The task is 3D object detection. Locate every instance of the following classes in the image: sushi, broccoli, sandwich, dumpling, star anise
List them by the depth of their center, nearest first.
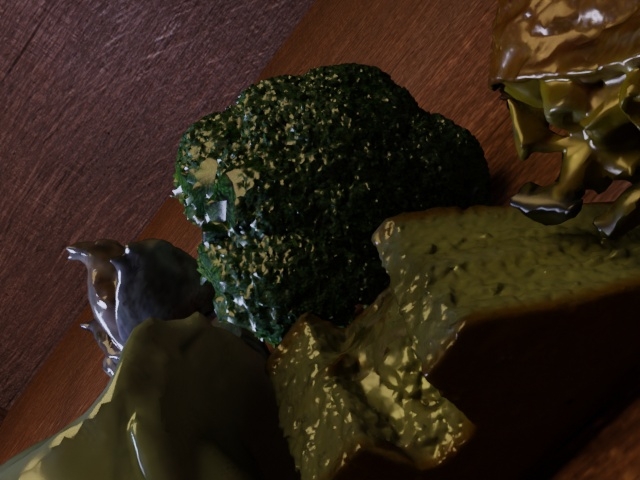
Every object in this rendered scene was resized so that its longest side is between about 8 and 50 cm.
[{"bbox_3d":[0.180,-0.100,0.420,0.296,0.166,0.179,13,109,47],"label":"sushi"},{"bbox_3d":[0.086,0.052,0.446,0.236,0.128,0.122,-50,25,18],"label":"sandwich"},{"bbox_3d":[-0.096,0.242,0.473,0.321,0.270,0.212,-47,39,8],"label":"dumpling"},{"bbox_3d":[0.000,0.000,0.666,0.269,0.254,0.269,-50,-24,-31],"label":"broccoli"},{"bbox_3d":[-0.145,0.103,0.839,0.359,0.316,0.139,28,47,37],"label":"star anise"}]
